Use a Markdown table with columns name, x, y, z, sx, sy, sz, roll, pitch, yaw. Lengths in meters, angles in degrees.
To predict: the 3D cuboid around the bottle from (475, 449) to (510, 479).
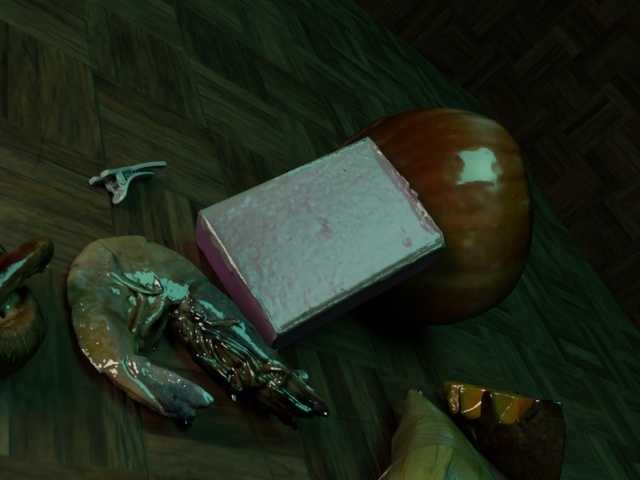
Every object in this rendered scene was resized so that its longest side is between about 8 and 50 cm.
| name | x | y | z | sx | sy | sz | roll | pitch | yaw |
| --- | --- | --- | --- | --- | --- | --- | --- | --- | --- |
| bottle | 0.212 | 0.316 | 0.946 | 0.140 | 0.053 | 0.053 | 42 | 25 | -9 |

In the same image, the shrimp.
| name | x | y | z | sx | sy | sz | roll | pitch | yaw |
| --- | --- | --- | --- | --- | --- | --- | --- | --- | --- |
| shrimp | -0.126 | 0.104 | 0.702 | 0.289 | 0.075 | 0.178 | 47 | 32 | -1 |

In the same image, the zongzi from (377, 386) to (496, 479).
| name | x | y | z | sx | sy | sz | roll | pitch | yaw |
| --- | --- | --- | --- | --- | --- | --- | --- | --- | --- |
| zongzi | 0.165 | 0.301 | 0.847 | 0.228 | 0.115 | 0.256 | 49 | 13 | -6 |

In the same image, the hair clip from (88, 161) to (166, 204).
| name | x | y | z | sx | sy | sz | roll | pitch | yaw |
| --- | --- | --- | --- | --- | --- | --- | --- | --- | --- |
| hair clip | -0.220 | -0.070 | 0.862 | 0.039 | 0.030 | 0.115 | 65 | 26 | -6 |

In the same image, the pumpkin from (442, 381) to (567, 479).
| name | x | y | z | sx | sy | sz | roll | pitch | yaw |
| --- | --- | --- | --- | --- | --- | --- | --- | --- | --- |
| pumpkin | 0.238 | 0.274 | 1.007 | 0.254 | 0.131 | 0.149 | 94 | -3 | -83 |

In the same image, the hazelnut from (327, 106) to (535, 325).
| name | x | y | z | sx | sy | sz | roll | pitch | yaw |
| --- | --- | --- | --- | --- | --- | --- | --- | --- | --- |
| hazelnut | 0.154 | -0.046 | 1.128 | 0.372 | 0.315 | 0.372 | 8 | 30 | -5 |

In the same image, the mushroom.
| name | x | y | z | sx | sy | sz | roll | pitch | yaw |
| --- | --- | --- | --- | --- | --- | --- | --- | --- | --- |
| mushroom | -0.264 | 0.040 | 0.560 | 0.135 | 0.080 | 0.170 | 58 | 23 | -5 |

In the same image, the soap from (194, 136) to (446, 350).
| name | x | y | z | sx | sy | sz | roll | pitch | yaw |
| --- | --- | --- | --- | --- | --- | --- | --- | --- | --- |
| soap | 0.000 | 0.001 | 0.888 | 0.259 | 0.081 | 0.181 | -28 | 71 | -26 |
